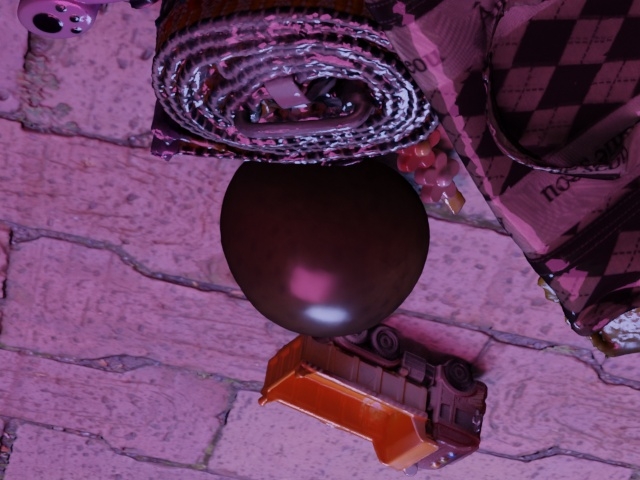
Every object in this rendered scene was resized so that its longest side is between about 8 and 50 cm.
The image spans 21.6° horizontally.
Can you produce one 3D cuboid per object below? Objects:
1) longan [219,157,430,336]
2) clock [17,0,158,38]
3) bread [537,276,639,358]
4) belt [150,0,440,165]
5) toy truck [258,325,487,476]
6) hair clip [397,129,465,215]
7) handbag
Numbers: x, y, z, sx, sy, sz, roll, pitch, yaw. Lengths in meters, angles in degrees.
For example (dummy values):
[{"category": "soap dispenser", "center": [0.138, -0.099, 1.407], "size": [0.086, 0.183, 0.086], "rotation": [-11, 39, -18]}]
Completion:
[{"category": "longan", "center": [0.000, 0.000, 1.716], "size": [0.220, 0.196, 0.196], "rotation": [22, 145, -16]}, {"category": "clock", "center": [-0.200, -0.288, 1.425], "size": [0.248, 0.090, 0.227], "rotation": [-13, 141, 28]}, {"category": "bread", "center": [0.398, -0.004, 1.610], "size": [0.376, 0.208, 0.251], "rotation": [-6, 149, 16]}, {"category": "belt", "center": [-0.026, -0.165, 1.498], "size": [0.295, 0.160, 0.207], "rotation": [0, 146, 14]}, {"category": "toy truck", "center": [0.070, 0.185, 2.027], "size": [0.270, 0.135, 0.114], "rotation": [25, 144, -22]}, {"category": "hair clip", "center": [0.097, -0.089, 1.675], "size": [0.056, 0.062, 0.214], "rotation": [28, 164, 37]}, {"category": "handbag", "center": [0.232, -0.166, 1.292], "size": [0.316, 0.180, 0.416], "rotation": [-27, 112, 16]}]
